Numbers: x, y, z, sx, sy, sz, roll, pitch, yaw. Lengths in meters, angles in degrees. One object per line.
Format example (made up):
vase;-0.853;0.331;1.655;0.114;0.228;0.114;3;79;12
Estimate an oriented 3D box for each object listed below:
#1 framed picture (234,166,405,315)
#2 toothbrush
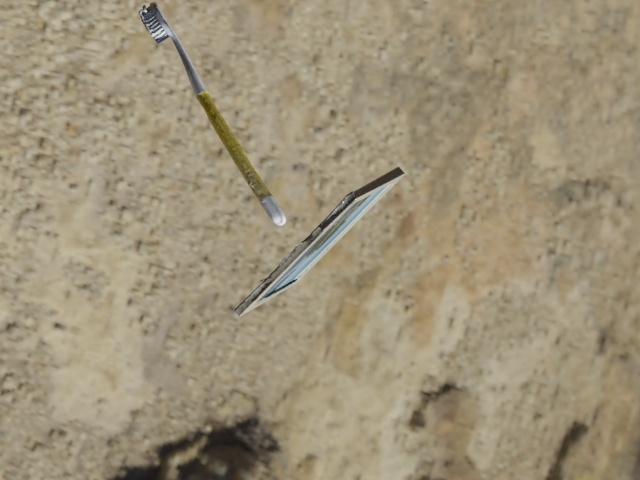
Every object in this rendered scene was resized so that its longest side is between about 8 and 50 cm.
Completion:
framed picture;0.000;0.000;1.119;0.149;0.011;0.109;-46;172;27
toothbrush;-0.116;-0.133;1.444;0.024;0.288;0.021;-32;166;4
